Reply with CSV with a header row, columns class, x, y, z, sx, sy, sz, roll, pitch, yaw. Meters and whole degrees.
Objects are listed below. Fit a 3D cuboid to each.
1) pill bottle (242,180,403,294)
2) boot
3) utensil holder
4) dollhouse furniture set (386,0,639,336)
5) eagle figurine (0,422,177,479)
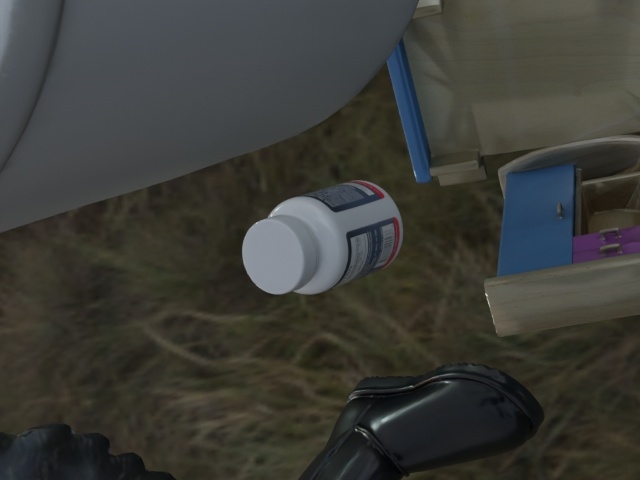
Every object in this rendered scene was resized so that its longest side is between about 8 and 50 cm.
class,x,y,z,sx,sy,sz,roll,pitch,yaw
pill bottle,0.000,0.000,1.744,0.108,0.180,0.108,9,105,34
boot,0.064,0.215,1.418,0.246,0.207,0.094,-9,129,51
utensil holder,-0.153,-0.164,0.780,0.327,0.385,0.327,6,103,28
dollhouse furniture set,0.215,-0.122,1.192,0.286,0.198,0.303,-10,118,15
eagle figurine,-0.144,0.154,0.448,0.226,0.298,0.225,-19,62,12
